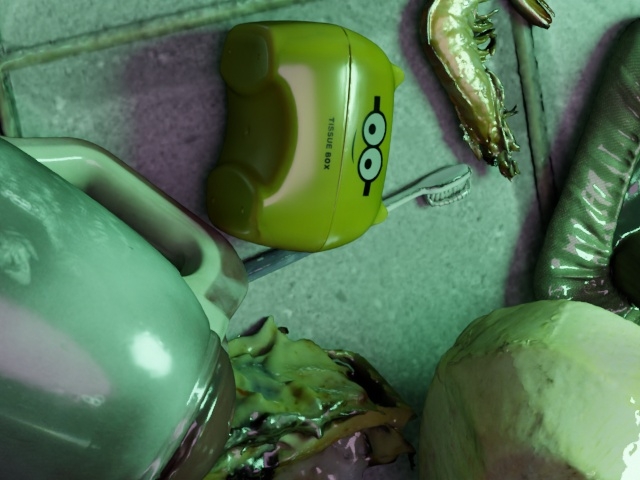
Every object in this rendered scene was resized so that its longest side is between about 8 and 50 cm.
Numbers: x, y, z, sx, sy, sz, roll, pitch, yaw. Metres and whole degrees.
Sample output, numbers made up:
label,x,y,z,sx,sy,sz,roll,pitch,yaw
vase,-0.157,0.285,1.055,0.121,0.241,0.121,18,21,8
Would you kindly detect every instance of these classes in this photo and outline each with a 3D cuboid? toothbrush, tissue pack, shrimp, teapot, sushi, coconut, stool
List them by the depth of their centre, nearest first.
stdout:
label,x,y,z,sx,sy,sz,roll,pitch,yaw
teapot,-0.196,0.046,1.392,0.312,0.233,0.315,31,43,-10
tissue pack,-0.011,-0.082,1.510,0.127,0.123,0.178,4,97,-30
coconut,0.196,0.170,1.518,0.259,0.259,0.259,-4,101,-22
sushi,-0.067,0.149,1.542,0.291,0.139,0.131,-13,124,-19
toothbrush,0.000,0.000,1.586,0.288,0.024,0.026,-24,122,-18
shrimp,0.152,-0.147,1.619,0.124,0.034,0.178,-34,106,-20
stool,0.382,-0.014,1.632,0.310,0.226,0.310,19,90,-24
